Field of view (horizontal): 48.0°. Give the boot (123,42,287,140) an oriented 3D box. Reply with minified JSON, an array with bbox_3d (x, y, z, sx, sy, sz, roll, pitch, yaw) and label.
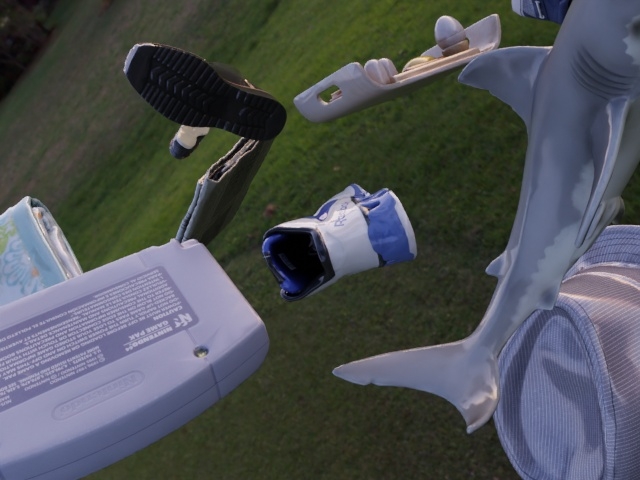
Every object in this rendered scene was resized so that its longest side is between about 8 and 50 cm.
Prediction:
[{"bbox_3d":[-0.149,-0.188,0.844,0.076,0.198,0.137,-54,42,15],"label":"boot"}]

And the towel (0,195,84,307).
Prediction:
[{"bbox_3d":[-0.419,0.164,0.897,0.321,0.090,0.374,-35,61,-1],"label":"towel"}]

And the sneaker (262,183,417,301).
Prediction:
[{"bbox_3d":[0.000,0.000,1.034,0.182,0.127,0.315,-18,4,-11],"label":"sneaker"}]

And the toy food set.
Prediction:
[{"bbox_3d":[0.126,-0.294,1.206,0.306,0.092,0.220,-24,6,-28],"label":"toy food set"}]

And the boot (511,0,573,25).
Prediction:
[{"bbox_3d":[0.305,-0.377,0.953,0.086,0.190,0.069,30,66,33],"label":"boot"}]

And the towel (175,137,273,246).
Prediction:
[{"bbox_3d":[-0.208,-0.089,1.442,0.324,0.056,0.312,-56,-1,38],"label":"towel"}]

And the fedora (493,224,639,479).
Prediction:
[{"bbox_3d":[0.239,0.127,0.635,0.244,0.124,0.275,21,112,54],"label":"fedora"}]

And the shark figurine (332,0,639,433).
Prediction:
[{"bbox_3d":[0.107,-0.039,0.381,0.116,0.166,0.278,34,125,25],"label":"shark figurine"}]

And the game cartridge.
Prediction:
[{"bbox_3d":[-0.205,0.108,0.629,0.294,0.060,0.196,-23,37,-20],"label":"game cartridge"}]

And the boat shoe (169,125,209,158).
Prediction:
[{"bbox_3d":[-0.247,-0.196,1.351,0.042,0.049,0.133,-46,14,31],"label":"boat shoe"}]
